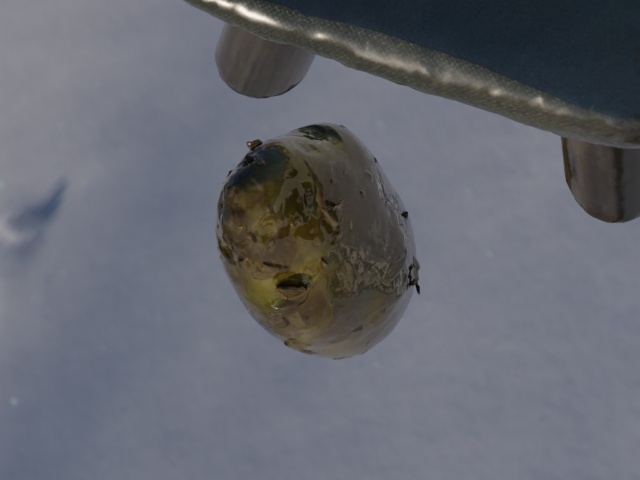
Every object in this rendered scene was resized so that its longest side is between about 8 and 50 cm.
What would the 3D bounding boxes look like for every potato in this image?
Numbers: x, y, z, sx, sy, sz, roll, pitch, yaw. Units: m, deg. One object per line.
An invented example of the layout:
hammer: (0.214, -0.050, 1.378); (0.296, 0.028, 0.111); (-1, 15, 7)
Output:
potato: (0.000, 0.000, 1.647); (0.141, 0.296, 0.192); (0, 80, 22)

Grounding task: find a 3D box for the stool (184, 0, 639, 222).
stool: (0.097, -0.189, 1.064); (0.310, 0.226, 0.310); (20, 75, 10)
